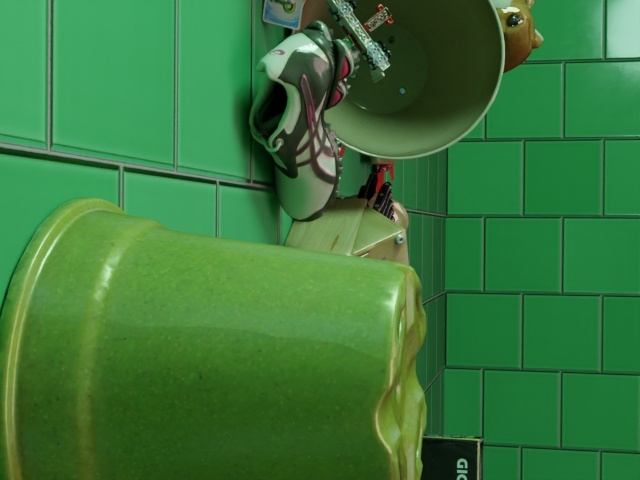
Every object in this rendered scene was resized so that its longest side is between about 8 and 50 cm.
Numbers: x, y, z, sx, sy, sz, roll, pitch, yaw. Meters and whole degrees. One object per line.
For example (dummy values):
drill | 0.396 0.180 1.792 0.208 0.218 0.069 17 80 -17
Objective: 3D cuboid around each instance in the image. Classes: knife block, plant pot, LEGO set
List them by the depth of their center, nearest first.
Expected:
plant pot | -0.056 0.106 0.757 0.276 0.254 0.275 1 90 -78
LEGO set | 0.010 -0.308 1.308 0.060 0.183 0.244 162 -63 -67
knife block | 0.000 0.000 1.437 0.276 0.242 0.088 -25 124 -25
plant pot | 0.098 -0.252 1.448 0.191 0.284 0.284 -128 -142 -86

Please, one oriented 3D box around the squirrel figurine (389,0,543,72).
squirrel figurine | 0.195 -0.424 1.641 0.370 0.281 0.397 58 -16 -5

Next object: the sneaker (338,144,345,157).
sneaker | -0.010 -0.115 1.434 0.075 0.057 0.161 61 29 -33

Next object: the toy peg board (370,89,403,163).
toy peg board | 0.141 -0.228 1.951 0.161 0.079 0.160 -12 96 -74

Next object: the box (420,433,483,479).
box | 0.092 0.426 1.422 0.079 0.257 0.321 28 64 -74

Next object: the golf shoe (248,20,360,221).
golf shoe | -0.038 -0.129 1.234 0.120 0.105 0.272 -27 140 -34

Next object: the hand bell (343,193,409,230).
hand bell | 0.071 0.057 1.547 0.126 0.126 0.242 77 12 -46

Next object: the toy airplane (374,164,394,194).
toy airplane | 0.127 -0.145 2.068 0.151 0.028 0.151 -1 90 -77
